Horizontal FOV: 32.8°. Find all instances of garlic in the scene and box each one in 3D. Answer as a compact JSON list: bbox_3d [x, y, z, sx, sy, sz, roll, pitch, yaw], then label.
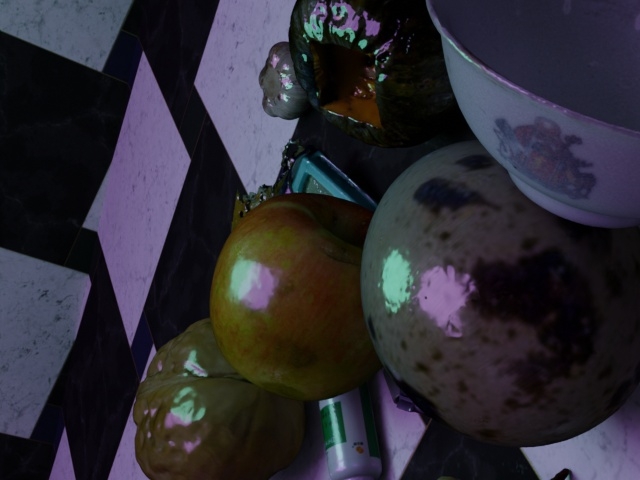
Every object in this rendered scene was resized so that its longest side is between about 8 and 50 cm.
[{"bbox_3d":[-0.061,-0.326,2.225,0.147,0.102,0.159,27,121,47],"label":"garlic"}]

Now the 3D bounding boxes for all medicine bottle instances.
[{"bbox_3d":[0.051,0.332,1.867,0.095,0.095,0.260,-48,43,49],"label":"medicine bottle"}]

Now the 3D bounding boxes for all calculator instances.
[{"bbox_3d":[0.000,0.000,2.006,0.248,0.058,0.274,45,125,35],"label":"calculator"}]

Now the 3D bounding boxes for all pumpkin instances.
[{"bbox_3d":[0.092,-0.290,1.707,0.320,0.192,0.320,30,146,23],"label":"pumpkin"}]

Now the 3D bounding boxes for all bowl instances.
[{"bbox_3d":[0.306,-0.141,1.141,0.435,0.435,0.196,-115,27,-46],"label":"bowl"}]

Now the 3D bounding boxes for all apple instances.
[{"bbox_3d":[-0.013,0.093,1.772,0.339,0.339,0.339,-22,65,60],"label":"apple"}]

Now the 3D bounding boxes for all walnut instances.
[{"bbox_3d":[-0.199,0.336,2.126,0.398,0.308,0.354,-28,36,51],"label":"walnut"}]

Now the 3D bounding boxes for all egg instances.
[{"bbox_3d":[0.216,0.053,1.322,0.428,0.345,0.345,56,133,54],"label":"egg"}]

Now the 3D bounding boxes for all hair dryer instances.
[{"bbox_3d":[0.151,0.209,1.769,0.124,0.038,0.063,-51,42,36],"label":"hair dryer"}]

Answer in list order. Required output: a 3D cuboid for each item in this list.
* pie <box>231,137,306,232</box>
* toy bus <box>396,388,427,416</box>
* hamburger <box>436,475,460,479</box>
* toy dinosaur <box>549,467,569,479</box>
[{"bbox_3d":[-0.089,-0.027,2.244,0.371,0.078,0.296,-40,51,53],"label":"pie"},{"bbox_3d":[0.173,0.182,1.651,0.087,0.098,0.178,4,88,63],"label":"toy bus"},{"bbox_3d":[0.148,0.451,1.487,0.283,0.144,0.259,-10,-71,-79],"label":"hamburger"},{"bbox_3d":[0.322,0.424,1.301,0.327,0.113,0.206,-101,-13,-70],"label":"toy dinosaur"}]
